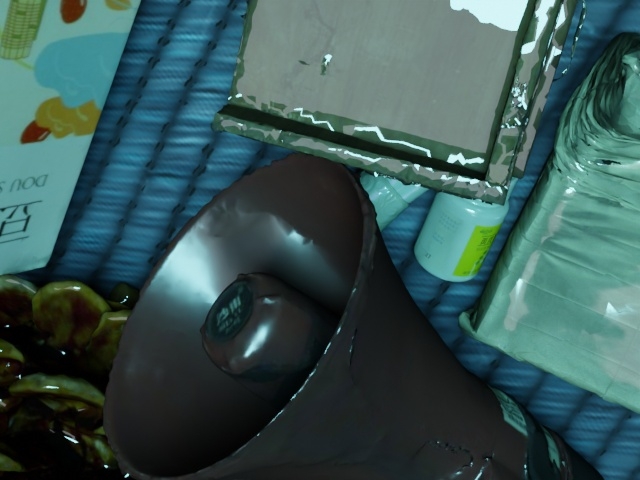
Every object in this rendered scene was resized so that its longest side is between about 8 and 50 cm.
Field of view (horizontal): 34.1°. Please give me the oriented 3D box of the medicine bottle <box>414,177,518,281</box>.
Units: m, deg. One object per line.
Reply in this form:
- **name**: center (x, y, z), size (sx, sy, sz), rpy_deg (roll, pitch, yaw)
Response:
- **medicine bottle**: center (0.095, -0.017, 0.677), size (0.047, 0.047, 0.083), rpy_deg (22, 126, 2)

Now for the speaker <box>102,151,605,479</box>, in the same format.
- **speaker**: center (0.076, 0.117, 0.587), size (0.329, 0.259, 0.198), rpy_deg (35, 77, -26)

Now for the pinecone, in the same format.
- **pinecone**: center (-0.180, 0.161, 0.678), size (0.244, 0.309, 0.244), rpy_deg (3, 142, 3)

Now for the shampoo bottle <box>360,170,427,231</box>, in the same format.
- **shampoo bottle**: center (0.000, 0.000, 0.711), size (0.191, 0.041, 0.069), rpy_deg (-37, 94, 16)

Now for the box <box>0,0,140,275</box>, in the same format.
- **box**: center (-0.248, -0.141, 0.517), size (0.122, 0.345, 0.385), rpy_deg (39, 119, 23)

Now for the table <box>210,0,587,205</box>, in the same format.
- **table**: center (0.058, -0.135, 0.582), size (0.173, 0.193, 0.169), rpy_deg (15, 108, 4)

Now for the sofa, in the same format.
- **sofa**: center (0.216, 0.014, 0.610), size (0.210, 0.176, 0.225), rpy_deg (25, 108, 1)
